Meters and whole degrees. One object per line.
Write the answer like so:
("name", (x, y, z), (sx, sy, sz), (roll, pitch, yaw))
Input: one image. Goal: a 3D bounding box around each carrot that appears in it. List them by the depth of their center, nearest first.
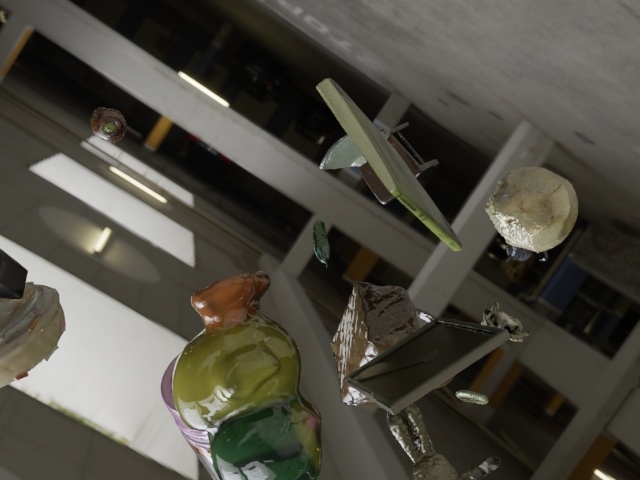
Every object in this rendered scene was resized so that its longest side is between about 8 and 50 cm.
("carrot", (-0.363, -0.200, 1.257), (0.055, 0.055, 0.161), (31, 180, -28))

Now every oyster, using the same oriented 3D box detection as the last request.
("oyster", (0.325, 0.157, 1.340), (0.106, 0.061, 0.200), (35, -171, 24))

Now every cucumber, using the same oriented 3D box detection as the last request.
("cucumber", (0.000, 0.000, 1.791), (0.039, 0.039, 0.168), (31, -148, -30))

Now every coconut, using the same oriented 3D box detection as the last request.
("coconut", (0.449, -0.065, 1.565), (0.194, 0.194, 0.194), (33, -176, -3))

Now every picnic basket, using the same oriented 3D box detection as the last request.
("picnic basket", (0.218, 0.282, 1.979), (0.337, 0.337, 0.293), (31, -149, -34))

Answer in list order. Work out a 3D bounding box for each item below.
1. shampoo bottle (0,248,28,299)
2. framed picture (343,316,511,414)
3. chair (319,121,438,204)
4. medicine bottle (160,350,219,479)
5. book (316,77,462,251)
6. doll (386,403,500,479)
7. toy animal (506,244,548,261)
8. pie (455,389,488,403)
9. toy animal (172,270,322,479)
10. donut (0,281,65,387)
("shampoo bottle", (-0.742, 0.078, 1.710), (0.079, 0.080, 0.246), (6, 163, -2))
("framed picture", (0.137, 0.165, 1.035), (0.016, 0.184, 0.250), (60, 168, -3))
("chair", (0.164, -0.206, 1.991), (0.186, 0.160, 0.319), (54, -148, 6))
("medicine bottle", (-0.207, 0.392, 1.654), (0.202, 0.202, 0.316), (38, 156, 46))
("book", (0.129, -0.115, 1.263), (0.239, 0.035, 0.352), (60, -167, 27))
("doll", (0.208, 0.447, 1.383), (0.286, 0.202, 0.091), (36, 164, -15))
("toy animal", (0.540, -0.005, 2.021), (0.117, 0.121, 0.210), (27, -156, 37))
("pie", (0.393, 0.405, 1.922), (0.085, 0.017, 0.085), (15, 159, 6))
("toy animal", (-0.113, 0.220, 1.093), (0.216, 0.191, 0.338), (18, -127, -85))
("donut", (-0.816, 0.254, 1.872), (0.142, 0.383, 0.382), (66, 170, -24))
